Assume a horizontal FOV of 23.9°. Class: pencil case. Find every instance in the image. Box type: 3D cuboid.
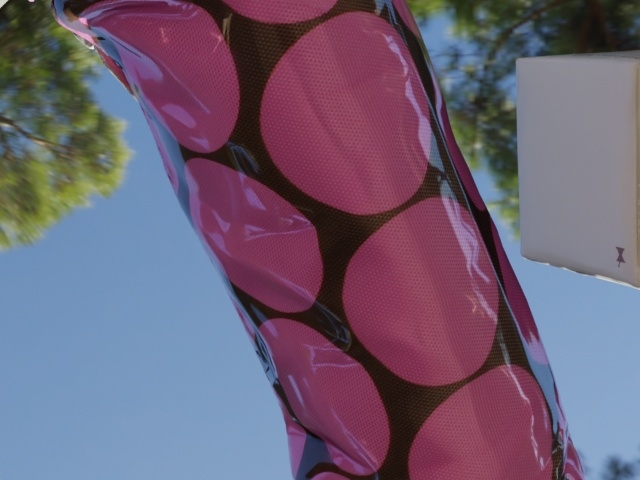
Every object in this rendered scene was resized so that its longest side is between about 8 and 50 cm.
[{"bbox_3d":[0.000,0.000,0.431,0.098,0.095,0.209,-16,-70,21],"label":"pencil case"}]

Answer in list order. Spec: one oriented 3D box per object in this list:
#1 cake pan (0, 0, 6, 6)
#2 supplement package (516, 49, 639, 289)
[{"bbox_3d":[-0.214,-0.230,0.764,0.054,0.293,0.293,-1,-83,-47],"label":"cake pan"},{"bbox_3d":[0.198,-0.043,0.743,0.179,0.105,0.105,-6,-79,-23],"label":"supplement package"}]
